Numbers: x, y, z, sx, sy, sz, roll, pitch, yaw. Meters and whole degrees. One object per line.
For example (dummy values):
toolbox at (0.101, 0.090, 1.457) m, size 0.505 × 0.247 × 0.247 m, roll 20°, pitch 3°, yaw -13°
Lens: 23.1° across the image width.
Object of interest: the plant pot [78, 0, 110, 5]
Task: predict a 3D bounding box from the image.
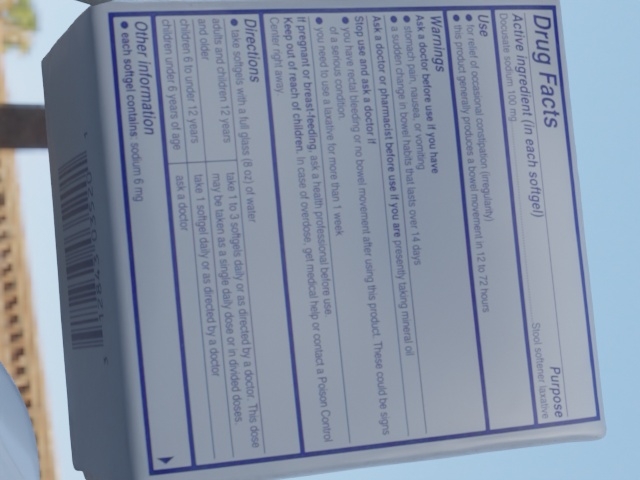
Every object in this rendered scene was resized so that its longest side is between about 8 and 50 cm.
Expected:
plant pot at (-0.022, -0.117, 0.358) m, size 0.109 × 0.096 × 0.109 m, roll -107°, pitch -174°, yaw -83°

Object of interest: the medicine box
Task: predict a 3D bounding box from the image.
medicine box at (0.000, 0.000, 0.922) m, size 0.149 × 0.289 × 0.263 m, roll 166°, pitch -81°, yaw -69°

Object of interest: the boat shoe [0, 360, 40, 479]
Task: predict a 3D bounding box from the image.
boat shoe at (-0.141, 0.079, 0.319) m, size 0.121 × 0.119 × 0.335 m, roll -37°, pitch -155°, yaw 11°
